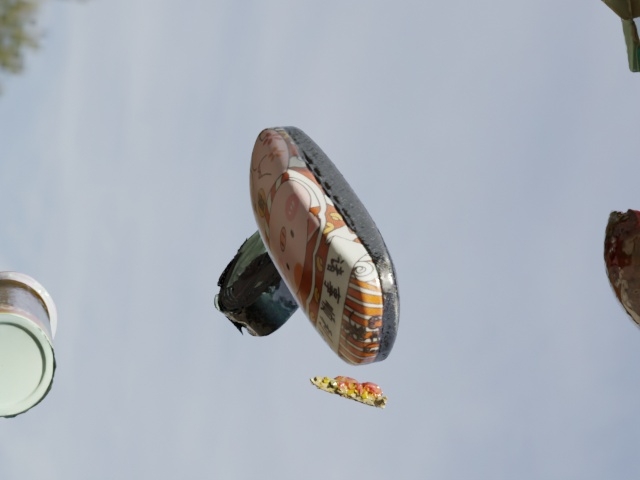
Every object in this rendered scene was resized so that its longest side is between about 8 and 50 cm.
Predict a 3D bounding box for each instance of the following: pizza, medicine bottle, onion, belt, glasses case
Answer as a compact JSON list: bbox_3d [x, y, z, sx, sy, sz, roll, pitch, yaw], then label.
[{"bbox_3d":[0.043,0.186,2.363,0.099,0.100,0.029,40,68,-77],"label":"pizza"},{"bbox_3d":[-0.302,0.098,1.831,0.426,0.108,0.108,-162,-101,-80],"label":"medicine bottle"},{"bbox_3d":[0.295,0.042,1.485,0.151,0.205,0.098,3,-102,61],"label":"onion"},{"bbox_3d":[-0.051,0.038,2.023,0.140,0.058,0.105,-51,-148,0],"label":"belt"},{"bbox_3d":[0.000,0.000,1.568,0.267,0.067,0.103,-123,-150,-51],"label":"glasses case"}]

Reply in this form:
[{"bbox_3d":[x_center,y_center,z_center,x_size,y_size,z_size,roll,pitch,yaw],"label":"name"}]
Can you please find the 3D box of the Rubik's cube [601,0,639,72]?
[{"bbox_3d":[0.439,-0.280,2.067,0.213,0.265,0.224,-100,179,-68],"label":"Rubik's cube"}]
